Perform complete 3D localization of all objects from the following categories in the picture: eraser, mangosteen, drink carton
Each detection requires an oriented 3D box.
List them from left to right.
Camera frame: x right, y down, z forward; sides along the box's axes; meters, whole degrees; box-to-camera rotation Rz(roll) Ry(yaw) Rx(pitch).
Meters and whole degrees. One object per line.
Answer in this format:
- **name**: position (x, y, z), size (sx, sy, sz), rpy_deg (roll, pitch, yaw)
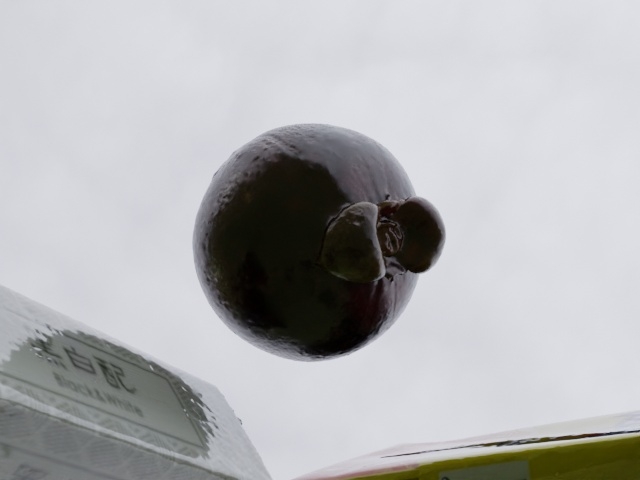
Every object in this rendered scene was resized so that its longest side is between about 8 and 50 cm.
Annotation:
- **eraser**: position (-0.171, 0.077, 0.705), size (0.096, 0.404, 0.098), rpy_deg (-41, -124, 10)
- **mangosteen**: position (0.000, 0.000, 0.890), size (0.152, 0.152, 0.152), rpy_deg (7, -70, 20)
- **drink carton**: position (0.157, 0.165, 0.891), size (0.351, 0.154, 0.111), rpy_deg (-17, -95, 39)
